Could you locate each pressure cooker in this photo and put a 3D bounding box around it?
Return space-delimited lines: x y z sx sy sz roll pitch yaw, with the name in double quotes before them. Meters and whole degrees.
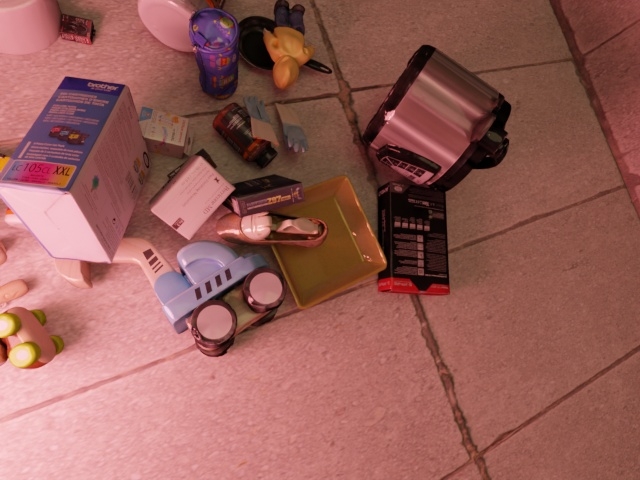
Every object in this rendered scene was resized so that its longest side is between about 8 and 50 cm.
"pressure cooker" 0.396 -0.366 1.300 0.421 0.375 0.369 33 47 -4

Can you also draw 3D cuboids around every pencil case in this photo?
"pencil case" -0.294 -0.511 1.128 0.133 0.306 0.119 -39 93 -12

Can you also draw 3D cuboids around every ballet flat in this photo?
"ballet flat" -0.123 -0.041 1.108 0.316 0.106 0.107 2 77 -21

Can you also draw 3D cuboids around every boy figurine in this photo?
"boy figurine" -0.097 -0.621 1.291 0.178 0.092 0.284 3 79 -20

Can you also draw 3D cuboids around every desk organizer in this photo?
"desk organizer" -0.370 -0.201 1.164 0.130 0.050 0.047 -40 61 -9

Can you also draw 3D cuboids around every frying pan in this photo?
"frying pan" -0.130 -0.654 1.357 0.327 0.053 0.197 -6 82 -24

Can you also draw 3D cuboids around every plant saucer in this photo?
"plant saucer" 0.000 0.000 1.248 0.333 0.081 0.332 -23 88 -24

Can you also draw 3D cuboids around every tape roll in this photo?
"tape roll" -0.816 -0.633 1.023 0.246 0.169 0.245 5 76 -21

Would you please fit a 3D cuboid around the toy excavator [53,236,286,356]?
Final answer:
"toy excavator" -0.372 0.099 1.040 0.433 0.222 0.445 -33 77 -23

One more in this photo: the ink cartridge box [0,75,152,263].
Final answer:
"ink cartridge box" -0.527 -0.182 0.936 0.151 0.270 0.395 9 56 -4

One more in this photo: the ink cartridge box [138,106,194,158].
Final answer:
"ink cartridge box" -0.436 -0.302 1.140 0.143 0.090 0.092 10 75 -18

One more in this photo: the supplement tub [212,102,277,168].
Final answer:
"supplement tub" -0.223 -0.311 1.217 0.198 0.106 0.106 46 67 -7

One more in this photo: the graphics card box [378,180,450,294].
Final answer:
"graphics card box" 0.314 -0.003 1.363 0.233 0.094 0.370 6 78 -20

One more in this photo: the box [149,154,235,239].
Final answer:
"box" -0.342 -0.119 1.056 0.119 0.182 0.181 43 82 -26

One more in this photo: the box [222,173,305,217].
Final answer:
"box" -0.171 -0.131 1.125 0.184 0.233 0.059 -16 110 -20

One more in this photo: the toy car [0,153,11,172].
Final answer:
"toy car" -0.895 -0.163 0.952 0.239 0.053 0.224 33 69 -11

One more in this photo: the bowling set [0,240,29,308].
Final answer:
"bowling set" -0.813 0.024 0.900 0.154 0.286 0.200 -30 47 -31

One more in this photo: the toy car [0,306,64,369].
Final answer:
"toy car" -0.711 0.252 0.886 0.188 0.155 0.148 -33 91 -14

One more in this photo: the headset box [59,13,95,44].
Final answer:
"headset box" -0.686 -0.598 1.140 0.083 0.032 0.062 5 77 -19

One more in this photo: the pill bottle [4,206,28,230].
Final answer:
"pill bottle" -0.679 -0.135 0.992 0.121 0.121 0.221 10 74 -19

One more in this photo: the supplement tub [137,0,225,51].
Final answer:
"supplement tub" -0.384 -0.762 1.198 0.207 0.207 0.337 20 72 -16

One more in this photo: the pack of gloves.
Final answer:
"pack of gloves" -0.143 -0.350 1.242 0.195 0.046 0.232 9 46 -32
